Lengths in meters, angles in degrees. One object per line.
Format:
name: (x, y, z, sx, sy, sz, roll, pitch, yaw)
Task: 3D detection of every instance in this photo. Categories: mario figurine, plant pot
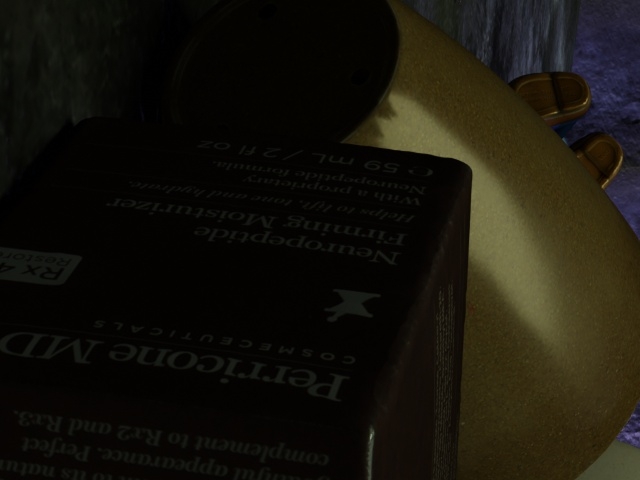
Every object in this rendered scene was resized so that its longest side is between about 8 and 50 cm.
mario figurine: (0.181, -0.043, 1.758, 0.320, 0.170, 0.198, 110, -10, -73)
plant pot: (0.027, -0.013, 0.904, 0.254, 0.237, 0.237, 57, 39, -51)

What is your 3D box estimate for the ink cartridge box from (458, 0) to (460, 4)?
ink cartridge box: (0.162, -0.377, 1.766, 0.189, 0.066, 0.232, -69, -177, -51)

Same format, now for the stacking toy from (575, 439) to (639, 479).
stacking toy: (0.120, 0.213, 1.300, 0.480, 0.351, 0.350, -86, 179, -71)

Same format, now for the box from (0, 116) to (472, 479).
box: (-0.042, 0.074, 0.677, 0.203, 0.168, 0.167, -64, 159, -60)
